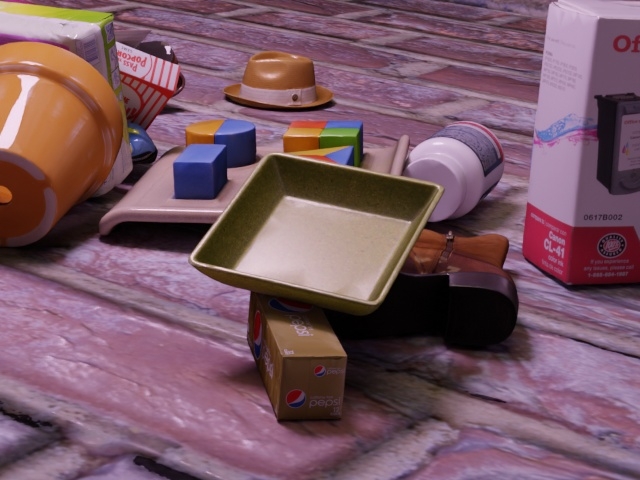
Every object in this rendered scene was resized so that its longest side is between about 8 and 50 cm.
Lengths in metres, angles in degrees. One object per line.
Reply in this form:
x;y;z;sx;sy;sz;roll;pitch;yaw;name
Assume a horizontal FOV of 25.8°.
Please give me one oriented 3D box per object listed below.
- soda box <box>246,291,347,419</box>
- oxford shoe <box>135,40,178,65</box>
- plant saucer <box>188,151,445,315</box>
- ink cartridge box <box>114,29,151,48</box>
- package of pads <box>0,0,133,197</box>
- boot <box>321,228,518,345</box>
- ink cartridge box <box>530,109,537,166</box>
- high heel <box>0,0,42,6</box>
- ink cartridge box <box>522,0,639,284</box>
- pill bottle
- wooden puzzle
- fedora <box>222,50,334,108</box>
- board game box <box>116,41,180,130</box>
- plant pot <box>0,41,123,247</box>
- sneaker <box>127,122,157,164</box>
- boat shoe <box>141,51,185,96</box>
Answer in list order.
-0.024;0.096;1.253;0.058;0.061;0.181;1;18;-13;soda box
-0.355;-0.313;2.476;0.212;0.076;0.076;5;-12;11;oxford shoe
0.000;0.000;1.306;0.188;0.045;0.188;13;41;19;plant saucer
-0.404;-0.312;2.261;0.189;0.066;0.232;-7;-18;-33;ink cartridge box
-0.389;-0.181;1.766;0.296;0.229;0.101;10;33;25;package of pads
0.078;0.014;1.480;0.264;0.096;0.280;4;17;2;boot
0.384;-0.156;2.084;0.090;0.092;0.143;12;18;26;ink cartridge box
-0.616;-0.339;2.476;0.377;0.127;0.181;3;46;-16;high heel
0.367;-0.112;1.589;0.226;0.306;0.131;-2;18;-16;ink cartridge box
0.165;-0.086;1.786;0.108;0.108;0.180;10;18;18;pill bottle
-0.071;-0.091;1.708;0.348;0.080;0.322;-3;17;8;wooden puzzle
-0.070;-0.277;2.377;0.194;0.079;0.194;3;18;-1;fedora
-0.291;-0.195;1.866;0.147;0.045;0.193;20;-32;-19;board game box
-0.343;-0.096;1.594;0.205;0.205;0.188;4;33;1;plant pot
-0.303;-0.119;1.876;0.188;0.067;0.078;1;-23;26;sneaker
-0.344;-0.237;2.133;0.123;0.123;0.342;15;14;34;boat shoe
